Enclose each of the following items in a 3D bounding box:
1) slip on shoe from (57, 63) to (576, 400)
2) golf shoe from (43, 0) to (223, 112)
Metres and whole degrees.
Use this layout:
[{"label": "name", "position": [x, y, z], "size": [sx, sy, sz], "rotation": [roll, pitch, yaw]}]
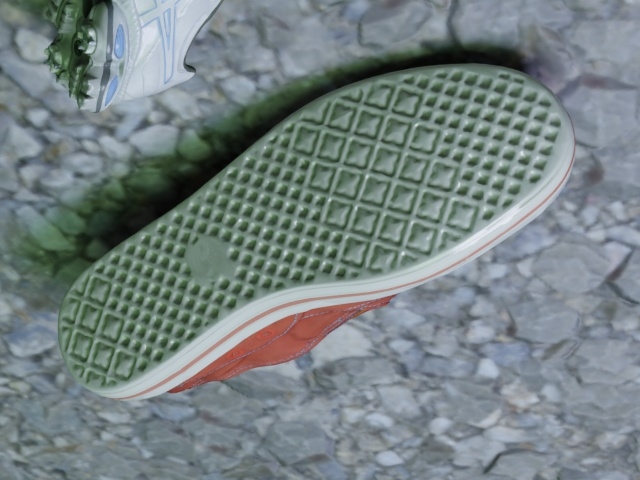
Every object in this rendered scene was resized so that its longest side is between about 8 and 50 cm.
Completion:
[{"label": "slip on shoe", "position": [0.000, 0.000, 0.993], "size": [0.331, 0.123, 0.101], "rotation": [-29, 158, 25]}, {"label": "golf shoe", "position": [-0.083, -0.148, 0.882], "size": [0.086, 0.069, 0.176], "rotation": [-9, 137, -34]}]
